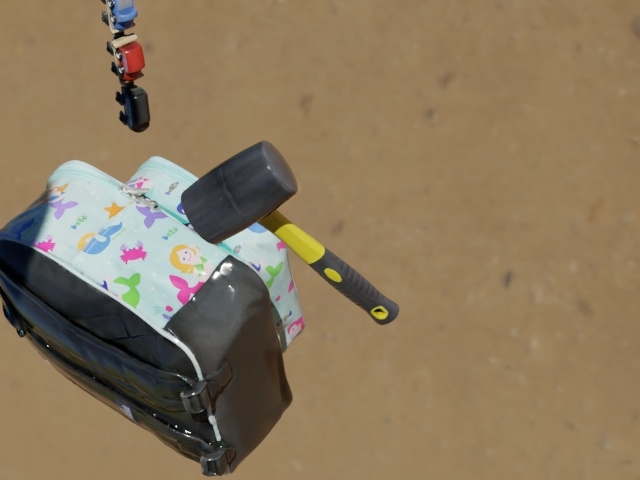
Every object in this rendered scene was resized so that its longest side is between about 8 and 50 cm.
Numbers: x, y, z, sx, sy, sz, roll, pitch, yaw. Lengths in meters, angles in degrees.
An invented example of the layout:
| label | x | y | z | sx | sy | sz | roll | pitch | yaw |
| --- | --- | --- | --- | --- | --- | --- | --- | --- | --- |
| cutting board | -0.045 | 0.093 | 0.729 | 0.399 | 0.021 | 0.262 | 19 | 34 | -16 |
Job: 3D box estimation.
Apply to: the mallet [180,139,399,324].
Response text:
| label | x | y | z | sx | sy | sz | roll | pitch | yaw |
| --- | --- | --- | --- | --- | --- | --- | --- | --- | --- |
| mallet | 0.000 | 0.000 | 1.046 | 0.062 | 0.189 | 0.039 | -37 | 48 | 21 |

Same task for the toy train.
| label | x | y | z | sx | sy | sz | roll | pitch | yaw |
| --- | --- | --- | --- | --- | --- | --- | --- | --- | --- |
| toy train | -0.174 | -0.165 | 1.598 | 0.036 | 0.027 | 0.158 | 42 | 147 | 45 |

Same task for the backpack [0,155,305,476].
| label | x | y | z | sx | sy | sz | roll | pitch | yaw |
| --- | --- | --- | --- | --- | --- | --- | --- | --- | --- |
| backpack | -0.145 | 0.047 | 1.465 | 0.253 | 0.225 | 0.191 | 22 | 59 | 24 |
